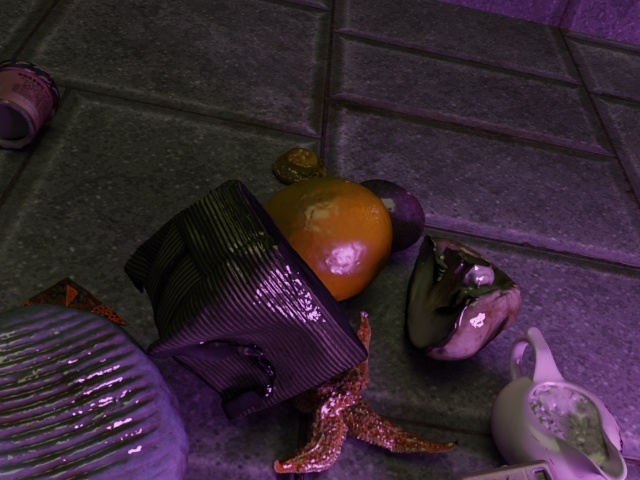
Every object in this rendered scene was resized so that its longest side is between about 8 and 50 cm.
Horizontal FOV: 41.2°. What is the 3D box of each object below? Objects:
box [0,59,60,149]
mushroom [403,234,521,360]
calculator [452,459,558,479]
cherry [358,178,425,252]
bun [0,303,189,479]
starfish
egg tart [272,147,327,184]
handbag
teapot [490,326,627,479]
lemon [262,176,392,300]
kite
[{"bbox_3d":[-0.627,-0.271,1.745,0.151,0.151,0.135,11,45,-5],"label":"box"},{"bbox_3d":[0.257,0.118,1.517,0.164,0.190,0.267,20,10,-17],"label":"mushroom"},{"bbox_3d":[0.276,0.379,1.239,0.174,0.032,0.100,-12,65,3],"label":"calculator"},{"bbox_3d":[0.134,-0.048,1.717,0.176,0.140,0.176,13,22,-5],"label":"cherry"},{"bbox_3d":[-0.344,0.257,1.084,0.361,0.211,0.362,15,46,-17],"label":"bun"},{"bbox_3d":[0.034,0.227,1.369,0.301,0.084,0.294,-6,41,-16],"label":"starfish"},{"bbox_3d":[-0.042,-0.168,1.886,0.130,0.052,0.130,8,35,-6],"label":"egg tart"},{"bbox_3d":[-0.115,0.099,1.253,0.240,0.341,0.247,-35,44,4],"label":"handbag"},{"bbox_3d":[0.371,0.283,1.364,0.208,0.166,0.300,-11,52,-13],"label":"teapot"},{"bbox_3d":[0.004,0.000,1.538,0.263,0.236,0.236,-2,39,-11],"label":"lemon"},{"bbox_3d":[-0.433,0.100,1.443,0.222,0.008,0.125,3,36,-16],"label":"kite"}]
